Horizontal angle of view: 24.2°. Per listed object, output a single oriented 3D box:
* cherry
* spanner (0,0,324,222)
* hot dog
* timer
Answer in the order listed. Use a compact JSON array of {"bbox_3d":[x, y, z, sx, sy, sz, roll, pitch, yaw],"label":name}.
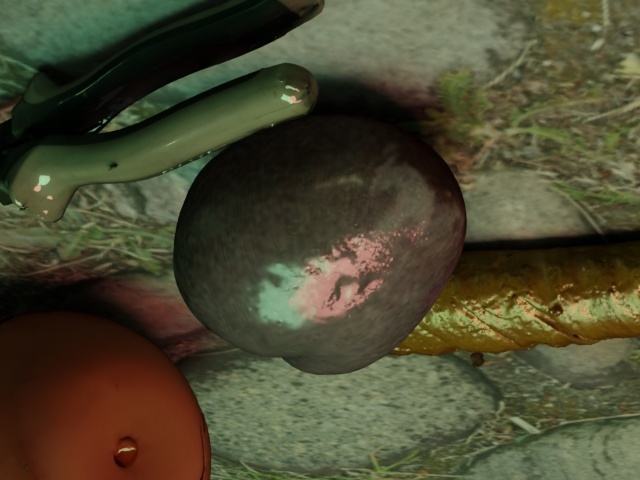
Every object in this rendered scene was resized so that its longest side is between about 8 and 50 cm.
[{"bbox_3d":[-0.002,-0.003,0.878,0.176,0.140,0.176,-10,136,-10],"label":"cherry"},{"bbox_3d":[-0.131,-0.061,0.839,0.325,0.095,0.040,-17,142,33],"label":"spanner"},{"bbox_3d":[0.120,0.038,1.002,0.286,0.061,0.088,-9,135,22],"label":"hot dog"},{"bbox_3d":[-0.201,0.166,1.110,0.229,0.229,0.215,30,151,-35],"label":"timer"}]
